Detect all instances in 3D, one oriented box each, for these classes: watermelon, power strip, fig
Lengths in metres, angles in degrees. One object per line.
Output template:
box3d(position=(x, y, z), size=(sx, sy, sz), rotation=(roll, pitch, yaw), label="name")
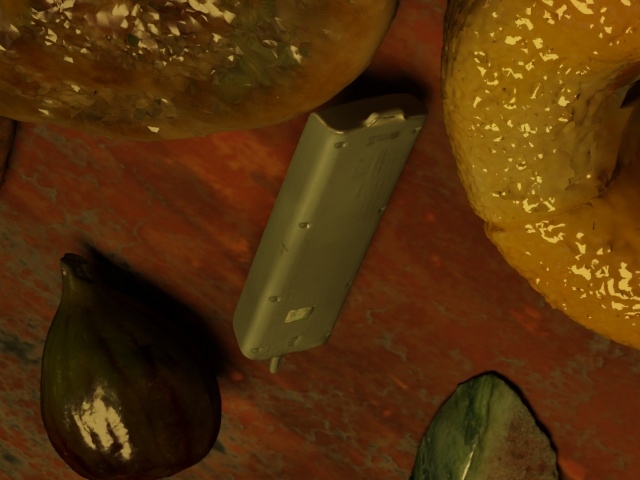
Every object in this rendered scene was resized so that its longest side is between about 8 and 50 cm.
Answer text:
box3d(position=(0.103, 0.156, 1.234), size=(0.094, 0.081, 0.180), rotation=(-12, 141, 0), label="watermelon")
box3d(position=(0.000, 0.000, 1.092), size=(0.060, 0.027, 0.252), rotation=(-13, 149, -26), label="power strip")
box3d(position=(-0.125, 0.076, 1.215), size=(0.103, 0.109, 0.154), rotation=(1, 110, 45), label="fig")

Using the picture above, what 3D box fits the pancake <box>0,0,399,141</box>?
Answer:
box3d(position=(-0.140, -0.177, 0.935), size=(0.387, 0.082, 0.387), rotation=(15, 144, 11), label="pancake")

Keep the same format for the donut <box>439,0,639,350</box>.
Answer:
box3d(position=(0.186, -0.055, 0.908), size=(0.303, 0.110, 0.303), rotation=(13, 139, 12), label="donut")

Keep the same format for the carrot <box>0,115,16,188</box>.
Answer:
box3d(position=(-0.205, -0.035, 1.165), size=(0.036, 0.035, 0.165), rotation=(23, 143, -2), label="carrot")
